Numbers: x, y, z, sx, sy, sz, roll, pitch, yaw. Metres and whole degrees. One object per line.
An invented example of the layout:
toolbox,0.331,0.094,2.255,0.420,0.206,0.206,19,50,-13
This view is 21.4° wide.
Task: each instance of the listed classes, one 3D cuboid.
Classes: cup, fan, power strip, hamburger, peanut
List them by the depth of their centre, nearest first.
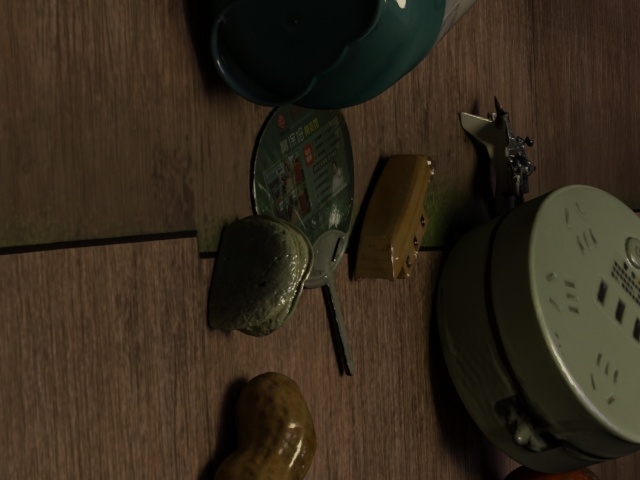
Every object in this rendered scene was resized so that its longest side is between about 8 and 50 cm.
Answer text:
peanut,-0.053,0.209,1.558,0.089,0.089,0.192,56,36,-47
hamburger,-0.051,0.029,1.570,0.054,0.084,0.121,40,51,-54
cup,0.044,-0.268,1.573,0.219,0.290,0.257,46,37,-5
fan,-0.014,-0.014,1.727,0.223,0.012,0.294,15,74,-63
power strip,0.307,0.117,2.073,0.357,0.161,0.357,24,54,-38

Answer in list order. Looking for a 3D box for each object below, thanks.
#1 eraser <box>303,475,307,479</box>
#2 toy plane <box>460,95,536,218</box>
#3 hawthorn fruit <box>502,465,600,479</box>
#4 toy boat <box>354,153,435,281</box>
eraser,-0.023,0.321,1.631,0.204,0.059,0.243,-18,104,-63
toy plane,0.248,-0.085,2.196,0.160,0.082,0.234,-102,171,-53
hawthorn fruit,0.287,0.365,2.143,0.173,0.173,0.173,8,81,-63
toy boat,0.087,-0.024,1.886,0.077,0.057,0.200,69,31,-43
